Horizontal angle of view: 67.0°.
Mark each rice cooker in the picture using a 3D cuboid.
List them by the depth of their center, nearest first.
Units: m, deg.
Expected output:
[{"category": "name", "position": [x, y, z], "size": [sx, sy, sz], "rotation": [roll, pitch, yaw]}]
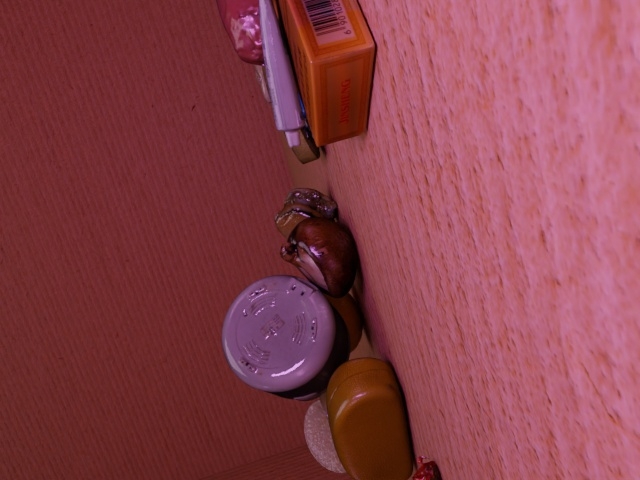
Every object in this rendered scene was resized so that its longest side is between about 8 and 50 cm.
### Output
[{"category": "rice cooker", "position": [-0.076, 0.238, 1.178], "size": [0.277, 0.289, 0.288], "rotation": [57, -167, -64]}]

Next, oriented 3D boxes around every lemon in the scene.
[{"category": "lemon", "position": [0.025, 0.231, 1.388], "size": [0.188, 0.189, 0.256], "rotation": [91, 167, -77]}]

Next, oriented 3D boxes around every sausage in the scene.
[{"category": "sausage", "position": [-0.112, -0.435, 0.851], "size": [0.152, 0.152, 0.279], "rotation": [84, 170, -70]}]

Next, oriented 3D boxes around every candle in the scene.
[{"category": "candle", "position": [0.200, 0.456, 0.869], "size": [0.052, 0.052, 0.130], "rotation": [86, 169, -72]}]

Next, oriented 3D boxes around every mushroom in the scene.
[{"category": "mushroom", "position": [0.010, 0.034, 1.126], "size": [0.194, 0.138, 0.231], "rotation": [40, 169, -15]}]

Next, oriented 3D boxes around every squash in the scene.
[{"category": "squash", "position": [-0.066, -0.298, 1.109], "size": [0.252, 0.049, 0.251], "rotation": [-19, -90, -81]}]

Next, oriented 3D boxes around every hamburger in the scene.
[{"category": "hamburger", "position": [-0.025, -0.068, 1.260], "size": [0.159, 0.185, 0.131], "rotation": [47, -130, -26]}]

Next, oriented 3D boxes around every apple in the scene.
[{"category": "apple", "position": [0.090, 0.544, 1.480], "size": [0.258, 0.234, 0.295], "rotation": [48, 140, 49]}]

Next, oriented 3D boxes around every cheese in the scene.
[{"category": "cheese", "position": [-0.183, -0.591, 1.624], "size": [0.159, 0.093, 0.262], "rotation": [-110, 4, -55]}]

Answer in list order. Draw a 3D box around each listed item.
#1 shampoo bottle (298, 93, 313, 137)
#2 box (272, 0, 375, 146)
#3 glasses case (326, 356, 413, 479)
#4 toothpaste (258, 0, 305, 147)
[{"category": "shampoo bottle", "position": [-0.034, -0.302, 1.021], "size": [0.087, 0.050, 0.182], "rotation": [76, 177, -72]}, {"category": "box", "position": [-0.013, -0.284, 0.617], "size": [0.174, 0.076, 0.274], "rotation": [88, 165, -71]}, {"category": "glasses case", "position": [0.109, 0.425, 1.129], "size": [0.141, 0.173, 0.371], "rotation": [-105, 1, -57]}, {"category": "toothpaste", "position": [-0.055, -0.230, 0.634], "size": [0.064, 0.041, 0.218], "rotation": [-100, -1, -67]}]
